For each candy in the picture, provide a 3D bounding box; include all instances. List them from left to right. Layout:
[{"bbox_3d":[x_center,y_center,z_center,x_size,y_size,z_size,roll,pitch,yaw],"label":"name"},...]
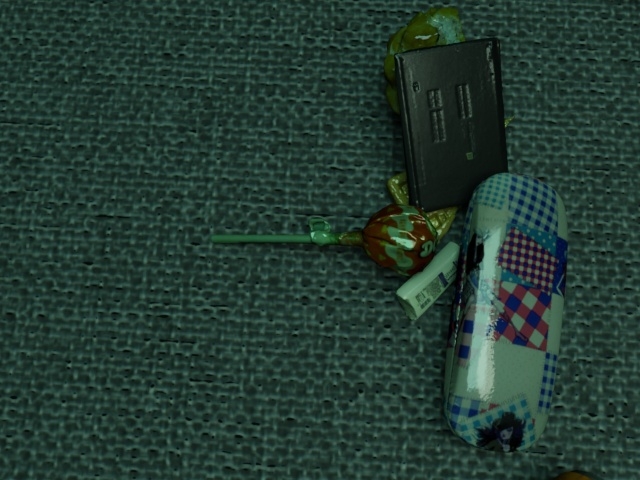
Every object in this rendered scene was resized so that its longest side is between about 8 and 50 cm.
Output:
[{"bbox_3d":[0.000,0.001,0.905,0.288,0.084,0.078,-1,38,17],"label":"candy"}]

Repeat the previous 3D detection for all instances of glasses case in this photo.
[{"bbox_3d":[0.220,0.080,0.867,0.125,0.076,0.327,12,79,-15],"label":"glasses case"}]

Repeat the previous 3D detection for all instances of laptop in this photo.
[{"bbox_3d":[0.162,-0.136,0.884,0.135,0.016,0.197,-12,108,-9],"label":"laptop"}]

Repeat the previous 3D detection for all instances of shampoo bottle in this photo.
[{"bbox_3d":[0.152,0.036,0.908,0.141,0.049,0.034,-42,34,-12],"label":"shampoo bottle"}]

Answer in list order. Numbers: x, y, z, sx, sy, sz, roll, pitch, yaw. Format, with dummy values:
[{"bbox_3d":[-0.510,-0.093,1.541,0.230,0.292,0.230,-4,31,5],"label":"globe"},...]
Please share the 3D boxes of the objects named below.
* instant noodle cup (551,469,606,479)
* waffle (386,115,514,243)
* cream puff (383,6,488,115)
[{"bbox_3d":[0.268,0.326,0.778,0.126,0.178,0.208,-32,108,-22],"label":"instant noodle cup"},{"bbox_3d":[0.190,-0.066,0.935,0.191,0.032,0.125,-25,75,-3],"label":"waffle"},{"bbox_3d":[0.147,-0.218,0.939,0.156,0.121,0.156,26,44,-28],"label":"cream puff"}]
